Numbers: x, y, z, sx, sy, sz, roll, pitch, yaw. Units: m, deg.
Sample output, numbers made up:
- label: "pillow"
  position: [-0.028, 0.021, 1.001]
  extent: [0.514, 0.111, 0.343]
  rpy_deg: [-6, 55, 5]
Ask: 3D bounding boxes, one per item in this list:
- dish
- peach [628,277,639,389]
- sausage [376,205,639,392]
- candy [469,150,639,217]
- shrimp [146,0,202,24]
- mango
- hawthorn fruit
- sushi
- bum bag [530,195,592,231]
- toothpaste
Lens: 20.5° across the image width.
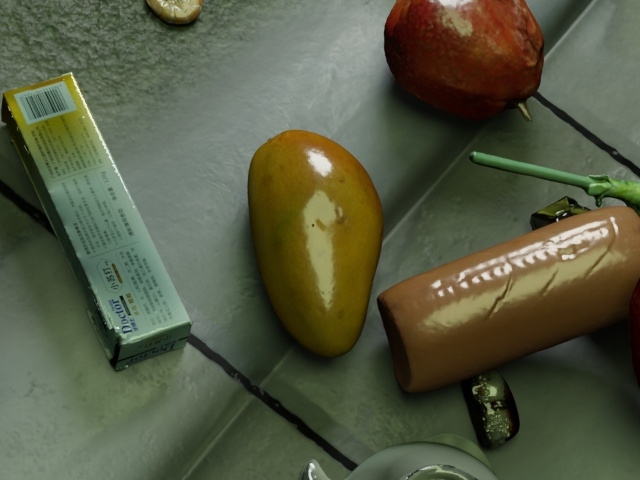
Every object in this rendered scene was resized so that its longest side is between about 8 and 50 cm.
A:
- label: "dish"
  position: [0.098, 0.274, 1.722]
  extent: [0.246, 0.078, 0.224]
  rpy_deg: [17, 62, -3]
- label: "peach"
  position: [0.410, 0.126, 1.757]
  extent: [0.154, 0.267, 0.159]
  rpy_deg: [10, 61, 41]
- label: "sausage"
  position: [0.210, 0.056, 1.806]
  extent: [0.304, 0.121, 0.121]
  rpy_deg: [-20, 68, -6]
- label: "candy"
  position: [0.300, -0.059, 1.902]
  extent: [0.305, 0.083, 0.091]
  rpy_deg: [11, 19, -21]
- label: "shrimp"
  position: [-0.175, -0.287, 1.986]
  extent: [0.059, 0.023, 0.108]
  rpy_deg: [-30, 72, -14]
- label: "mango"
  position: [0.000, 0.000, 1.822]
  extent: [0.138, 0.113, 0.253]
  rpy_deg: [-5, 66, -13]
- label: "hawthorn fruit"
  position: [0.159, -0.218, 1.953]
  extent: [0.179, 0.173, 0.173]
  rpy_deg: [29, 58, -26]
- label: "sushi"
  position: [0.179, 0.169, 1.811]
  extent: [0.046, 0.044, 0.083]
  rpy_deg: [-9, 67, -15]
- label: "bum bag"
  position: [0.327, 0.033, 1.903]
  extent: [0.232, 0.060, 0.107]
  rpy_deg: [29, 56, 10]
- label: "toothpaste"
  position: [-0.232, -0.023, 1.812]
  extent: [0.089, 0.071, 0.313]
  rpy_deg: [-19, 68, -22]
